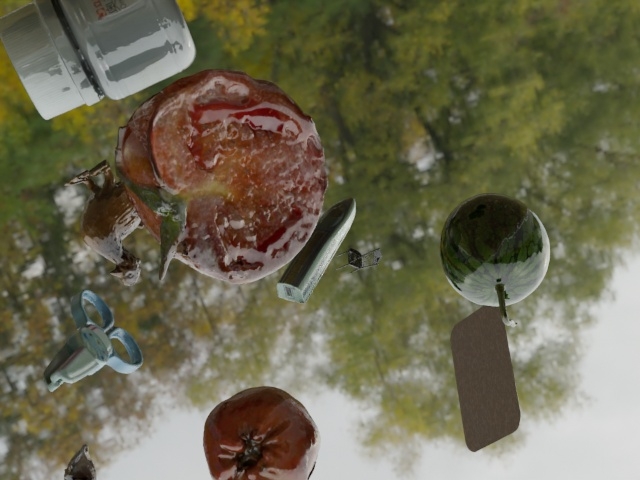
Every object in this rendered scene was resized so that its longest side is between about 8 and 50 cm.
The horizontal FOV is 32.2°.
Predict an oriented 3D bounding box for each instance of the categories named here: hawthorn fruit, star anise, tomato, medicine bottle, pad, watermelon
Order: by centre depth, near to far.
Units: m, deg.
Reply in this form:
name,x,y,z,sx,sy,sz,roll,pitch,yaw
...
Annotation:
name,x,y,z,sx,sy,sz,roll,pitch,yaw
watermelon,0.223,0.025,1.400,0.140,0.141,0.187,-17,-140,10
tomato,-0.150,-0.093,1.495,0.170,0.309,0.309,5,-152,44
hawthorn fruit,-0.109,0.357,2.001,0.211,0.211,0.299,-21,-174,-3
medicine bottle,-0.406,-0.372,2.013,0.306,0.245,0.245,-27,-164,-5
pad,0.312,0.259,2.118,0.002,0.266,0.176,10,148,-27
star anise,-0.467,0.515,2.171,0.063,0.208,0.172,-5,-126,-15

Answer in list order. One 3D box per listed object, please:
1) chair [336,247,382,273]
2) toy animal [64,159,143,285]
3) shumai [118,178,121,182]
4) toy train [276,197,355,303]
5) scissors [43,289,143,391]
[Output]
name,x,y,z,sx,sy,sz,roll,pitch,yaw
chair,0.071,0.035,2.083,0.086,0.037,0.042,-18,-147,-37
toy animal,-0.291,-0.035,1.652,0.089,0.179,0.188,-21,-168,35
shumai,-0.239,-0.090,1.947,0.205,0.176,0.166,-11,-150,8
toy train,0.000,0.000,1.899,0.055,0.048,0.252,9,-132,27
scissors,-0.285,0.133,1.356,0.030,0.125,0.256,-36,-175,9
